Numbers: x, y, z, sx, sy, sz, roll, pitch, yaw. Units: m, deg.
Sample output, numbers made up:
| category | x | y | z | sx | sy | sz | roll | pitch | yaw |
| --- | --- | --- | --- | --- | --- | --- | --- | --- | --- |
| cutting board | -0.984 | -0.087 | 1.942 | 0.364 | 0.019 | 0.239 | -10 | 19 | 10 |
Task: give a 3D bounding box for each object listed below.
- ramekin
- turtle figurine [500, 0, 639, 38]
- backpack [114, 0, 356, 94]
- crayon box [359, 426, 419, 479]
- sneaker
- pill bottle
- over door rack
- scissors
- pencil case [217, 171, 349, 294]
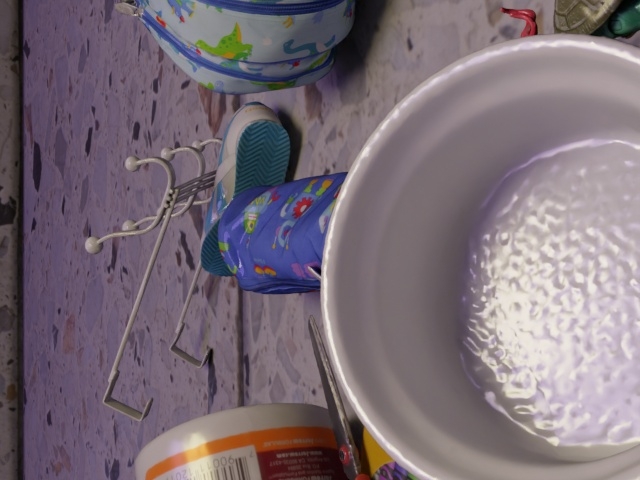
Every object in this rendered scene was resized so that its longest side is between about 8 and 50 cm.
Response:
| category | x | y | z | sx | sy | sz | roll | pitch | yaw |
| --- | --- | --- | --- | --- | --- | --- | --- | --- | --- |
| ramekin | 0.150 | 0.026 | 0.633 | 0.277 | 0.135 | 0.277 | -9 | 74 | 33 |
| turtle figurine | 0.212 | -0.170 | 0.653 | 0.175 | 0.118 | 0.234 | 56 | 131 | 47 |
| backpack | -0.093 | -0.321 | 1.083 | 0.355 | 0.290 | 0.273 | 40 | 133 | 47 |
| crayon box | 0.118 | 0.175 | 0.842 | 0.202 | 0.081 | 0.318 | 24 | 111 | 59 |
| sneaker | -0.093 | -0.059 | 1.254 | 0.092 | 0.087 | 0.229 | -111 | 37 | -57 |
| pill bottle | -0.043 | 0.377 | 0.987 | 0.224 | 0.224 | 0.392 | -49 | 47 | 50 |
| over door rack | -0.207 | 0.035 | 1.300 | 0.239 | 0.108 | 0.324 | -39 | -40 | -72 |
| scissors | 0.035 | 0.203 | 0.890 | 0.109 | 0.021 | 0.297 | 149 | 115 | -63 |
| pencil case | 0.000 | 0.000 | 1.019 | 0.133 | 0.119 | 0.306 | -52 | 21 | -18 |
